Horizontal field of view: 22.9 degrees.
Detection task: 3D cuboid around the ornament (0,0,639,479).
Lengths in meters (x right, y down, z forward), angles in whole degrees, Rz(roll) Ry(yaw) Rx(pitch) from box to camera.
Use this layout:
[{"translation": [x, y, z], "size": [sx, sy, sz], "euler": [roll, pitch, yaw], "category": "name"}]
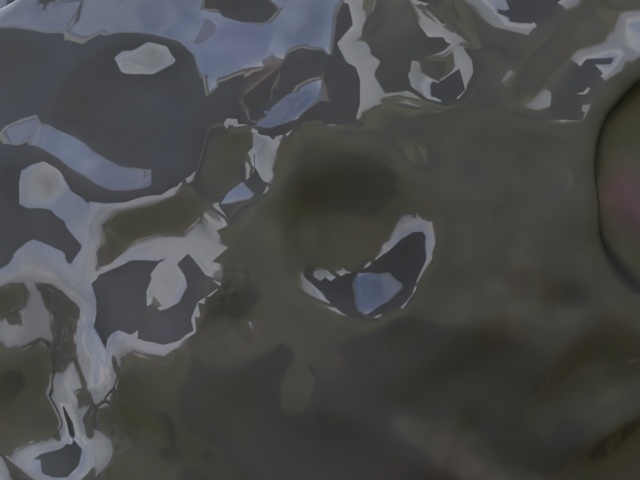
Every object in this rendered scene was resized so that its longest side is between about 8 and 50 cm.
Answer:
[{"translation": [0.000, 0.000, 0.552], "size": [0.337, 0.337, 0.337], "euler": [-35, -10, -7], "category": "ornament"}]
